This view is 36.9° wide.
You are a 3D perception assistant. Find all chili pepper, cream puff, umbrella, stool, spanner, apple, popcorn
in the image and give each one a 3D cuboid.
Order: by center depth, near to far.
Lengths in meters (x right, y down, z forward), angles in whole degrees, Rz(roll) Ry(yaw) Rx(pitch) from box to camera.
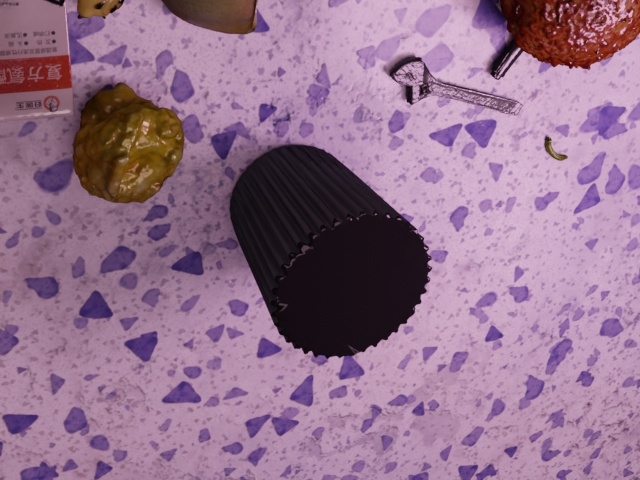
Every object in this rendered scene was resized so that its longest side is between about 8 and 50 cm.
[{"bbox_3d":[-0.182,-0.452,1.526,0.193,0.120,0.265,0,117,-12],"label":"apple"},{"bbox_3d":[-0.330,-0.157,1.623,0.197,0.155,0.198,-29,138,-30],"label":"popcorn"},{"bbox_3d":[0.481,-0.471,1.732,0.350,0.228,0.351,-8,110,-23],"label":"cream puff"},{"bbox_3d":[0.000,0.000,1.751,0.297,0.330,0.297,-11,124,-17],"label":"stool"},{"bbox_3d":[0.382,-0.373,1.882,0.036,0.031,0.133,29,106,-33],"label":"umbrella"},{"bbox_3d":[0.270,-0.292,1.887,0.325,0.026,0.093,8,115,-30],"label":"spanner"},{"bbox_3d":[0.504,-0.193,2.058,0.030,0.017,0.083,-44,127,4],"label":"chili pepper"}]

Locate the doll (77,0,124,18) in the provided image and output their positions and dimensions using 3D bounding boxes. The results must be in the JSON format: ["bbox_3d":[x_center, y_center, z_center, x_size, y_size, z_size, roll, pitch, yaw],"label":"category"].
[{"bbox_3d":[-0.308,-0.471,1.463,0.086,0.117,0.291,29,116,10],"label":"doll"}]

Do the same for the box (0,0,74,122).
[{"bbox_3d":[-0.569,-0.284,1.484,0.353,0.069,0.214,-7,123,-18],"label":"box"}]

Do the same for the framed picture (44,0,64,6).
[{"bbox_3d":[-0.445,-0.471,1.416,0.195,0.010,0.199,16,90,-31],"label":"framed picture"}]
